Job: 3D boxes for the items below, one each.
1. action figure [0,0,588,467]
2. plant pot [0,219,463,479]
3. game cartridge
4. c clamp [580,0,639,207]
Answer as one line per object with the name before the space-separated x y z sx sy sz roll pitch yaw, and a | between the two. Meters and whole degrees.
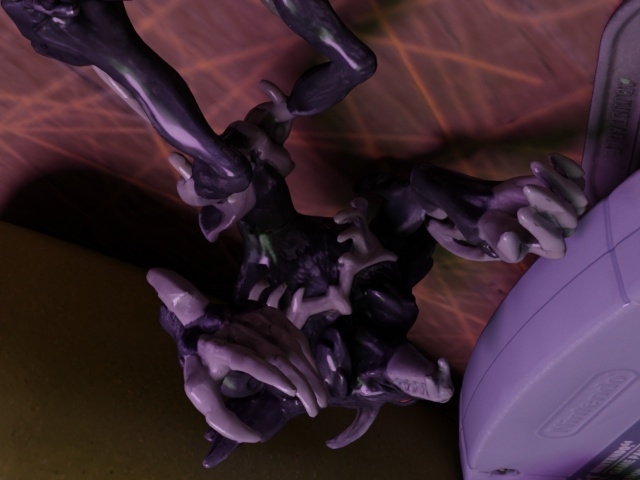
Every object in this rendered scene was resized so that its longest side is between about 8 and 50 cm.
action figure | 0.000 0.000 0.391 0.141 0.164 0.276 30 154 48
plant pot | -0.062 0.148 0.573 0.293 0.275 0.275 11 149 -21
game cartridge | 0.171 0.055 0.448 0.196 0.060 0.294 3 149 -12
c clamp | 0.166 -0.043 0.379 0.137 0.022 0.161 11 145 8
